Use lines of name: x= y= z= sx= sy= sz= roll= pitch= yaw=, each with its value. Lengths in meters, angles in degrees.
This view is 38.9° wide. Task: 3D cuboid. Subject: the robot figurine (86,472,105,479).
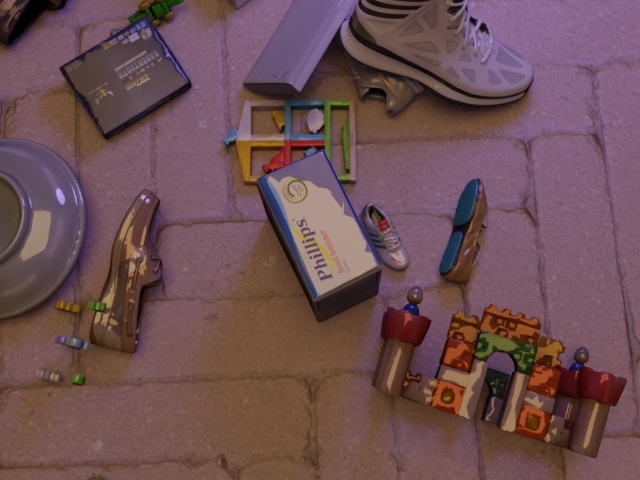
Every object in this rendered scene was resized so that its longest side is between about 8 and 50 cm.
robot figurine: x=-0.443 y=0.526 z=1.814 sx=0.101 sy=0.067 sz=0.115 roll=-34 pitch=78 yaw=6

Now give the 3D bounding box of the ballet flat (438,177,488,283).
ballet flat: x=0.317 y=-0.017 z=1.940 sx=0.073 sy=0.080 sz=0.232 roll=25 pitch=79 yaw=-22

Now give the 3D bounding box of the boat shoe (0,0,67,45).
boat shoe: x=-0.629 y=-0.582 z=2.067 sx=0.355 sy=0.132 sz=0.130 roll=-45 pitch=89 yaw=0

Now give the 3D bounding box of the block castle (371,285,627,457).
block castle: x=0.328 y=0.244 z=1.751 sx=0.453 sy=0.303 sz=0.213 roll=17 pitch=84 yaw=5

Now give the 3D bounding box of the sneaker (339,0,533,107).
sneaker: x=0.288 y=-0.435 z=1.882 sx=0.447 sy=0.257 sz=0.169 roll=13 pitch=58 yaw=-16

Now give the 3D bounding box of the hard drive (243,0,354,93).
hard drive: x=-0.034 y=-0.459 z=1.992 sx=0.040 sy=0.203 sz=0.308 roll=38 pitch=76 yaw=-33

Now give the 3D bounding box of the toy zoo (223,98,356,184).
toy zoo: x=-0.068 y=-0.218 z=2.005 sx=0.293 sy=0.030 sz=0.193 roll=-1 pitch=77 yaw=1

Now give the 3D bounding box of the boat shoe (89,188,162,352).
boat shoe: x=-0.384 y=0.064 z=1.905 sx=0.110 sy=0.121 sz=0.341 roll=16 pitch=87 yaw=0

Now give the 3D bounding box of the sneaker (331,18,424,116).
sneaker: x=0.100 y=-0.383 z=2.011 sx=0.262 sy=0.099 sz=0.121 roll=40 pitch=85 yaw=11

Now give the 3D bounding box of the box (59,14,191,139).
box: x=-0.432 y=-0.363 z=2.020 sx=0.232 sy=0.059 sz=0.183 roll=-33 pitch=88 yaw=-6

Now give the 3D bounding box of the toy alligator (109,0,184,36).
toy alligator: x=-0.400 y=-0.520 z=2.078 sx=0.189 sy=0.056 sz=0.051 roll=-27 pitch=33 yaw=2

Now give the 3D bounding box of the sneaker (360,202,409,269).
sneaker: x=0.136 y=-0.011 z=1.928 sx=0.057 sy=0.075 sz=0.161 roll=-28 pitch=77 yaw=-5

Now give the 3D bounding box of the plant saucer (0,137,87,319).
plant saucer: x=-0.696 y=-0.036 z=1.907 sx=0.400 sy=0.100 sz=0.401 roll=-3 pitch=77 yaw=11

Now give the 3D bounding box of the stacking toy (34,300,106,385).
stacking toy: x=-0.506 y=0.204 z=1.831 sx=0.052 sy=0.221 sz=0.167 roll=20 pitch=75 yaw=-31

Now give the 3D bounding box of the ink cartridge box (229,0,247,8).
ink cartridge box: x=-0.202 y=-0.680 z=2.083 sx=0.172 sy=0.100 sz=0.237 roll=-38 pitch=78 yaw=-8

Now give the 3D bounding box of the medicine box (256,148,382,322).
medicine box: x=0.000 y=0.000 z=1.818 sx=0.149 sy=0.289 sz=0.264 roll=-25 pitch=78 yaw=-5
